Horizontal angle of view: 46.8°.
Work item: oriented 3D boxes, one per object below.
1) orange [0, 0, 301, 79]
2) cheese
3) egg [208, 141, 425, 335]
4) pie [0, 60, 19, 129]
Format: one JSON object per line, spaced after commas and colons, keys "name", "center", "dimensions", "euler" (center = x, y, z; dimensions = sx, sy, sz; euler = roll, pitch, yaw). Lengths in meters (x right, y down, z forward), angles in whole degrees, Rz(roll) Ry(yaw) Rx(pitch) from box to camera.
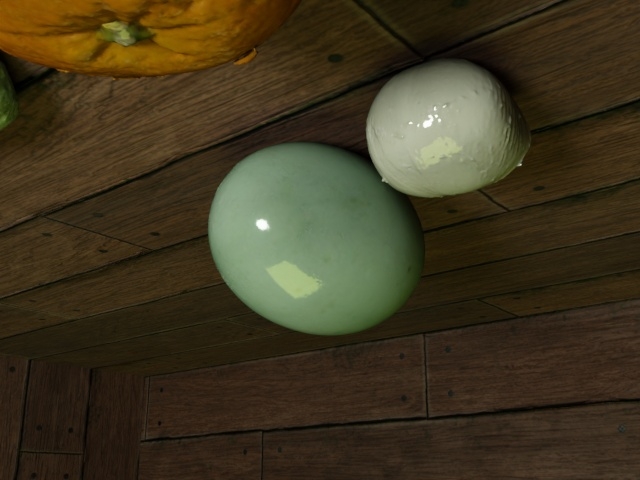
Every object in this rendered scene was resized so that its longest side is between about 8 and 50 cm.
{"name": "orange", "center": [-0.133, -0.234, 0.494], "dimensions": [0.284, 0.226, 0.284], "euler": [-5, 167, -1]}
{"name": "cheese", "center": [0.146, -0.132, 0.908], "dimensions": [0.198, 0.154, 0.189], "euler": [-9, 154, 23]}
{"name": "egg", "center": [0.000, 0.000, 1.092], "dimensions": [0.276, 0.276, 0.389], "euler": [-13, 159, 31]}
{"name": "pie", "center": [-0.525, -0.190, 0.860], "dimensions": [0.323, 0.070, 0.323], "euler": [0, 157, 0]}
